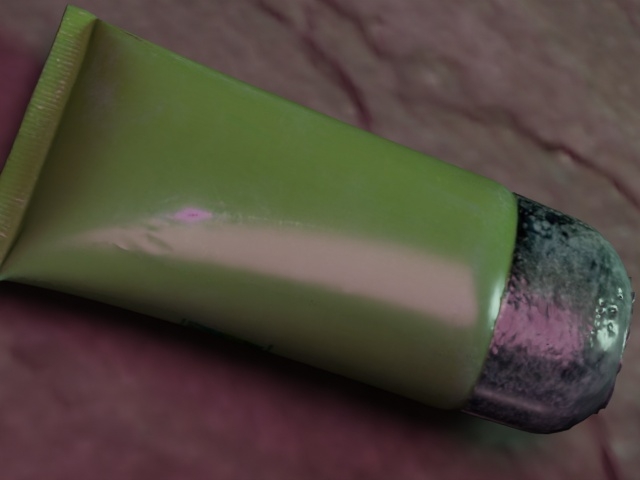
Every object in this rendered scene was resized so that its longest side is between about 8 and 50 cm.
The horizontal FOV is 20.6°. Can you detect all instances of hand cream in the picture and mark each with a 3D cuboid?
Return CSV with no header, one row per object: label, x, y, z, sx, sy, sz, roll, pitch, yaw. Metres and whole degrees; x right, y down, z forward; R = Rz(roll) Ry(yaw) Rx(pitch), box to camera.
hand cream,0.000,0.000,0.484,0.175,0.046,0.095,18,55,-6
